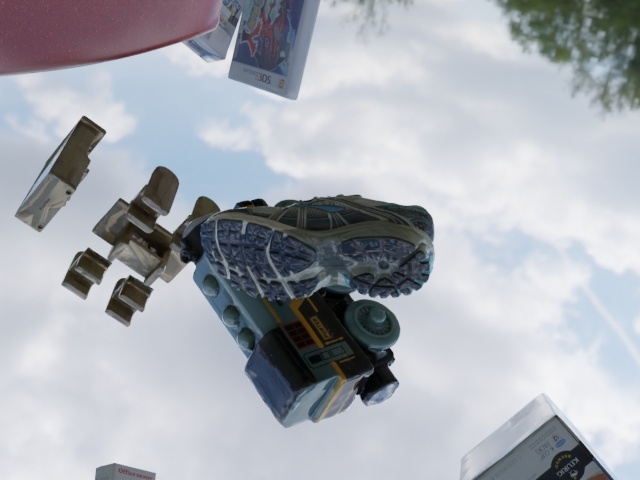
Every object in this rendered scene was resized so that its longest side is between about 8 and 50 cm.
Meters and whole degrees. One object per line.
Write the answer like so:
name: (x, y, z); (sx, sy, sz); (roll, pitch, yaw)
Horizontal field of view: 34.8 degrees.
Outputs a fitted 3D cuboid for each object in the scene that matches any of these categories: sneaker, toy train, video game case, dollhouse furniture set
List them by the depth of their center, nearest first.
sneaker: (0.000, 0.000, 1.198); (0.283, 0.110, 0.122); (5, -145, 16)
toy train: (-0.041, 0.082, 1.297); (0.190, 0.142, 0.334); (-15, -122, -40)
video game case: (-0.059, -0.300, 1.366); (0.023, 0.201, 0.183); (8, -168, -32)
dollhouse furniture set: (-0.293, -0.040, 1.486); (0.242, 0.212, 0.161); (37, -150, -19)

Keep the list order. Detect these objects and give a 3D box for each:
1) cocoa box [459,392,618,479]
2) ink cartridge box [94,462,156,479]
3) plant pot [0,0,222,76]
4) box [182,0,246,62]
cocoa box: (0.415, 0.456, 1.899); (0.228, 0.231, 0.347); (50, -175, 7)
ink cartridge box: (-0.348, 0.470, 1.804); (0.056, 0.135, 0.099); (-23, 145, 37)
plant pot: (-0.234, -0.275, 0.747); (0.267, 0.267, 0.236); (37, -129, 16)
box: (-0.143, -0.329, 1.215); (0.038, 0.186, 0.145); (-1, 154, 43)
